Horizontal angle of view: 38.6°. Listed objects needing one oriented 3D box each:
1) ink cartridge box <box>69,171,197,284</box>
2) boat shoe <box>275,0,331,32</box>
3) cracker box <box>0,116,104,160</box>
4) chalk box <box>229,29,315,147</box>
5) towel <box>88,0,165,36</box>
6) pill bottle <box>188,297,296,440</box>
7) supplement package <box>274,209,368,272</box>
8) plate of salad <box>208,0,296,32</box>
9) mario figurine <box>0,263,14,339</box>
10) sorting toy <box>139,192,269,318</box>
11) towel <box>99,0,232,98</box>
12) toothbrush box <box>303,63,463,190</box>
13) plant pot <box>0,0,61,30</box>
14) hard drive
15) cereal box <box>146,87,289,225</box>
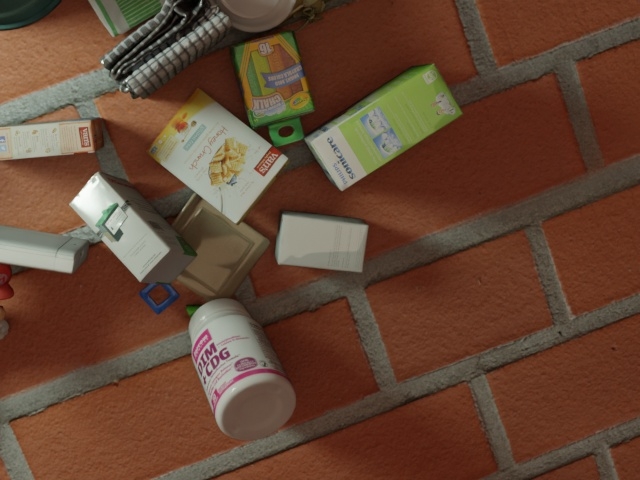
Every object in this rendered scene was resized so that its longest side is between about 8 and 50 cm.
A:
[{"bbox_3d":[-0.367,-0.022,1.807,0.219,0.160,0.092,45,95,12],"label":"ink cartridge box"},{"bbox_3d":[0.015,-0.501,1.835,0.285,0.104,0.089,-34,99,-1],"label":"boat shoe"},{"bbox_3d":[-0.551,-0.198,1.791,0.232,0.156,0.067,-6,100,-5],"label":"cracker box"},{"bbox_3d":[-0.092,-0.297,1.836,0.132,0.132,0.213,-17,97,-5],"label":"chalk box"},{"bbox_3d":[-0.308,-0.546,1.744,0.324,0.248,0.038,-30,58,-1],"label":"towel"},{"bbox_3d":[-0.167,0.250,1.834,0.160,0.283,0.160,-12,125,-17],"label":"pill bottle"},{"bbox_3d":[0.000,0.000,1.916,0.179,0.105,0.105,7,99,-8],"label":"supplement package"},{"bbox_3d":[-0.133,-0.506,1.774,0.199,0.048,0.200,6,113,15],"label":"plate of salad"},{"bbox_3d":[-0.688,0.168,1.790,0.170,0.198,0.320,27,118,-22],"label":"mario figurine"},{"bbox_3d":[-0.232,0.017,1.924,0.196,0.047,0.348,35,94,-15],"label":"sorting toy"},{"bbox_3d":[-0.297,-0.376,1.728,0.235,0.284,0.121,-38,101,-1],"label":"towel"},{"bbox_3d":[0.118,-0.231,1.841,0.283,0.206,0.122,-34,101,0],"label":"toothbrush box"},{"bbox_3d":[-0.626,-0.561,1.632,0.341,0.334,0.341,-1,99,-6],"label":"plant pot"},{"bbox_3d":[-0.642,0.001,1.774,0.353,0.233,0.047,9,96,-8],"label":"hard drive"},{"bbox_3d":[-0.207,-0.169,1.856,0.240,0.047,0.173,37,87,5],"label":"cereal box"}]
